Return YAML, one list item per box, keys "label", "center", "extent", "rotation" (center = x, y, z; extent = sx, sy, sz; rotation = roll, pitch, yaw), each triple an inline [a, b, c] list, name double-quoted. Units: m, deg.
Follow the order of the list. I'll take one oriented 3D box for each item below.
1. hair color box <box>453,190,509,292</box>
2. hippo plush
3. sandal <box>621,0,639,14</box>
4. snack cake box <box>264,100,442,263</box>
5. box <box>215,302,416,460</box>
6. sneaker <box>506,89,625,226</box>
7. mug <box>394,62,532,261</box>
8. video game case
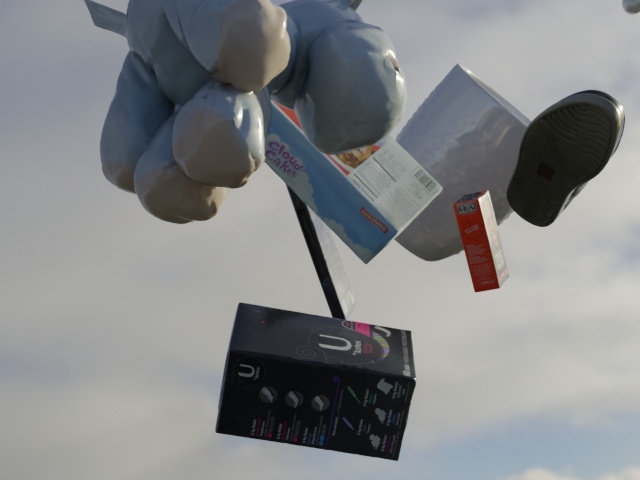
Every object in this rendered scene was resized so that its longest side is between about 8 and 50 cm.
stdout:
- label: "hair color box"
  center: [0.245, 0.001, 1.702]
  extent: [0.043, 0.141, 0.072]
  rotation: [-12, 9, 24]
- label: "hippo plush"
  center: [-0.061, -0.138, 1.021]
  extent: [0.237, 0.294, 0.234]
  rotation: [3, -59, -38]
- label: "sandal"
  center: [0.577, -0.444, 1.578]
  extent: [0.102, 0.169, 0.416]
  rotation: [35, -37, -4]
- label: "snack cake box"
  center: [0.030, -0.112, 1.605]
  extent: [0.152, 0.264, 0.089]
  rotation: [-41, -5, -47]
- label: "box"
  center: [-0.006, 0.205, 1.643]
  extent: [0.271, 0.143, 0.165]
  rotation: [9, 21, -3]
- label: "sneaker"
  center: [0.262, -0.110, 1.130]
  extent: [0.118, 0.083, 0.222]
  rotation: [-48, -8, -23]
- label: "mug"
  center: [0.272, -0.138, 2.213]
  extent: [0.328, 0.276, 0.374]
  rotation: [-50, -3, 14]
- label: "video game case"
  center: [0.000, 0.000, 1.939]
  extent: [0.026, 0.274, 0.196]
  rotation: [-20, 3, 8]
